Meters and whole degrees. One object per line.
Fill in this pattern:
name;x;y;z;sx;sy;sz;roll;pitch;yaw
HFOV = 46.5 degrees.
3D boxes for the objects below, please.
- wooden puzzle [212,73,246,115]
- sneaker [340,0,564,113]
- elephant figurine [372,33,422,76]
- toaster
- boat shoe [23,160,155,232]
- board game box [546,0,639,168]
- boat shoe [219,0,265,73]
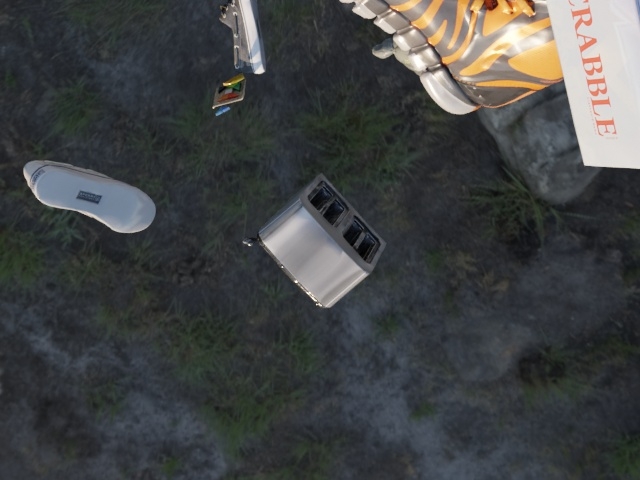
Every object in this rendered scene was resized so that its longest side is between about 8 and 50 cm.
wooden puzzle;-0.188;-0.304;1.533;0.079;0.116;0.014;-21;131;10
sneaker;0.126;-0.248;0.661;0.180;0.124;0.321;-8;146;45
elephant figurine;0.248;-0.389;1.305;0.186;0.169;0.239;37;67;-7
toaster;0.000;0.000;1.172;0.168;0.185;0.110;47;117;-4
boat shoe;-0.435;-0.088;1.413;0.267;0.088;0.096;14;108;-49
board game box;0.257;-0.249;0.461;0.318;0.066;0.318;-26;108;-24
boat shoe;-0.162;-0.437;1.471;0.076;0.080;0.228;-5;127;6
